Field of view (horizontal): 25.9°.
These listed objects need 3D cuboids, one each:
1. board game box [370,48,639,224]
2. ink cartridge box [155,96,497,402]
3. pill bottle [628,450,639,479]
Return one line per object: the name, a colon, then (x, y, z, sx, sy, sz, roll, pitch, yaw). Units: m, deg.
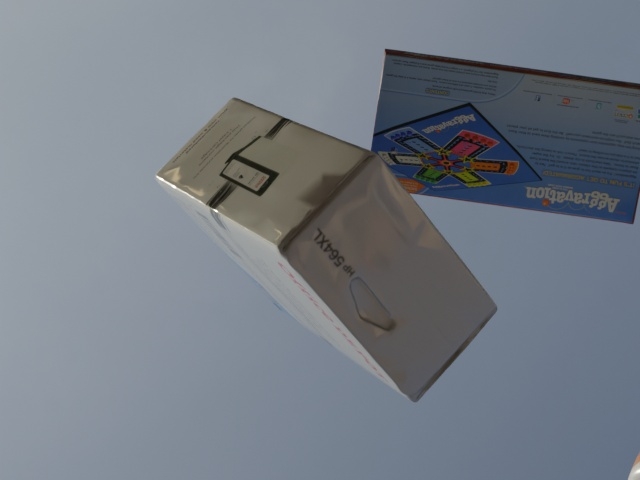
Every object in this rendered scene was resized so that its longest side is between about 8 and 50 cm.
board game box: (0.195, -0.106, 1.431, 0.281, 0.145, 0.027, 8, -164, 1)
ink cartridge box: (0.000, 0.000, 0.899, 0.086, 0.148, 0.203, -46, -149, -9)
pill bottle: (0.351, 0.145, 1.169, 0.121, 0.121, 0.216, 16, -124, 28)
